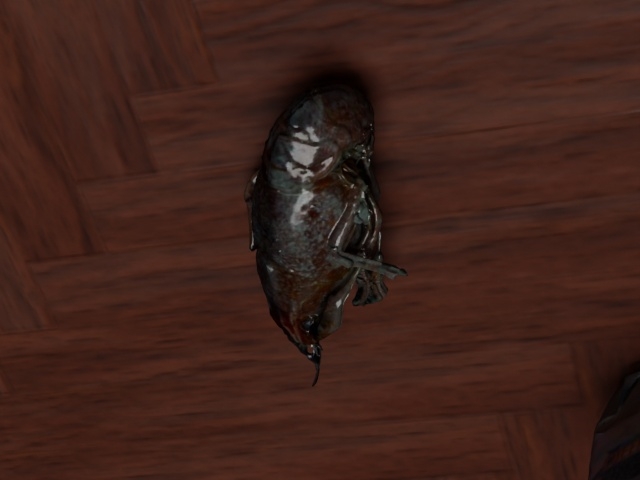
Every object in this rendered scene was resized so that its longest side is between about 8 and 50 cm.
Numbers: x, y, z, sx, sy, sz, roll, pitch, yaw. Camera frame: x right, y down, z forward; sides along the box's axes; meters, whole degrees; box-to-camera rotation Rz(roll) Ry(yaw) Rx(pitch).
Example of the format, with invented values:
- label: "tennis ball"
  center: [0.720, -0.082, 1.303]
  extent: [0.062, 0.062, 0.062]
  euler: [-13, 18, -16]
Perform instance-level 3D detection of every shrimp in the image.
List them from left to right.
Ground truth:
- label: "shrimp"
  center: [-0.001, 0.001, 0.810]
  extent: [0.073, 0.075, 0.190]
  euler: [-14, 124, -19]

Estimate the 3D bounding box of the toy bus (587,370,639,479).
- label: "toy bus"
  center: [0.289, 0.189, 0.864]
  extent: [0.317, 0.138, 0.112]
  euler: [38, 131, -20]
